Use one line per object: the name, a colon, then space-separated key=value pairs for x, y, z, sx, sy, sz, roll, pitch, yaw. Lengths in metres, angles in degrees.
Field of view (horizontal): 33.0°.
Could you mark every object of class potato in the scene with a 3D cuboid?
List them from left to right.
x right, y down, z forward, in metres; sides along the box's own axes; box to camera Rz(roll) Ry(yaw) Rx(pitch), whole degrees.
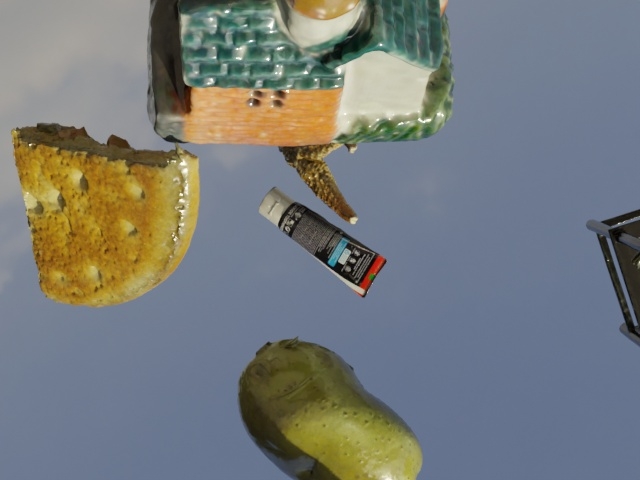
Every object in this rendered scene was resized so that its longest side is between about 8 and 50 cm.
potato: x=0.011 y=0.224 z=1.301 sx=0.143 sy=0.248 sz=0.169 roll=-52 pitch=178 yaw=-26

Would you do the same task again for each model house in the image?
model house: x=-0.006 y=-0.200 z=0.844 sx=0.272 sy=0.301 sz=0.190 roll=0 pitch=-101 yaw=-6

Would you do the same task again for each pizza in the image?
pizza: x=-0.213 y=-0.036 z=1.025 sx=0.292 sy=0.197 sz=0.058 roll=-42 pitch=-178 yaw=43

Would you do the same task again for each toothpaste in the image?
toothpaste: x=0.000 y=0.000 z=1.505 sx=0.193 sy=0.071 sz=0.045 roll=35 pitch=-151 yaw=13

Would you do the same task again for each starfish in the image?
starfish: x=-0.011 y=-0.140 z=1.483 sx=0.050 sy=0.138 sz=0.247 roll=-29 pitch=-116 yaw=-33

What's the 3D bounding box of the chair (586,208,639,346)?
chair: x=0.346 y=0.026 z=0.979 sx=0.155 sy=0.141 sz=0.260 roll=-19 pitch=-176 yaw=6
